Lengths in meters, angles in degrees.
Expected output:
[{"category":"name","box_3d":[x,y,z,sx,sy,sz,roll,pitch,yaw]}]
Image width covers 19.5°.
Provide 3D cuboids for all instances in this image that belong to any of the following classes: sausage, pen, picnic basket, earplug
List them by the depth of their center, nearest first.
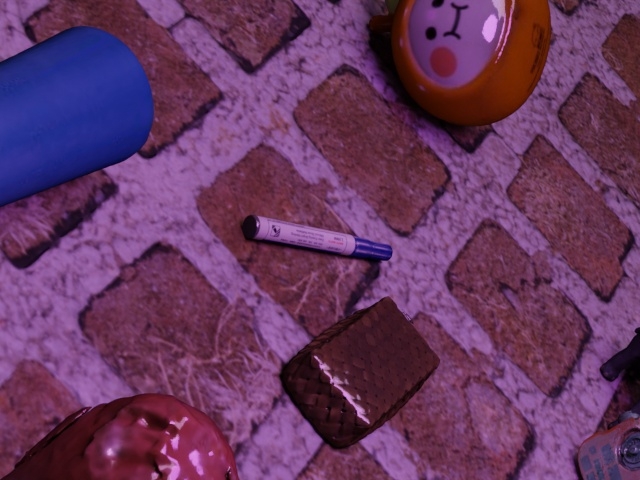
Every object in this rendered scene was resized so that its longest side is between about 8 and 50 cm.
[{"category":"sausage","box_3d":[-0.165,0.207,1.311,0.152,0.280,0.152,26,45,-30]},{"category":"earplug","box_3d":[-0.277,-0.091,1.616,0.132,0.132,0.273,53,37,4]},{"category":"picnic basket","box_3d":[0.046,0.126,1.835,0.110,0.055,0.193,52,32,3]},{"category":"pen","box_3d":[0.000,0.000,1.932,0.204,0.025,0.025,11,49,-44]}]

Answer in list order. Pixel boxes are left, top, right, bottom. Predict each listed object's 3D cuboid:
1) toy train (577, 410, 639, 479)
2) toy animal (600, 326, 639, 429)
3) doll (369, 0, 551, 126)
[{"category":"toy train","box_3d":[0.344,0.277,1.994,0.072,0.099,0.188,21,42,-40]},{"category":"toy animal","box_3d":[0.401,0.189,2.113,0.082,0.137,0.269,30,30,-31]},{"category":"doll","box_3d":[0.157,-0.248,2.233,0.236,0.213,0.213,16,20,30]}]
